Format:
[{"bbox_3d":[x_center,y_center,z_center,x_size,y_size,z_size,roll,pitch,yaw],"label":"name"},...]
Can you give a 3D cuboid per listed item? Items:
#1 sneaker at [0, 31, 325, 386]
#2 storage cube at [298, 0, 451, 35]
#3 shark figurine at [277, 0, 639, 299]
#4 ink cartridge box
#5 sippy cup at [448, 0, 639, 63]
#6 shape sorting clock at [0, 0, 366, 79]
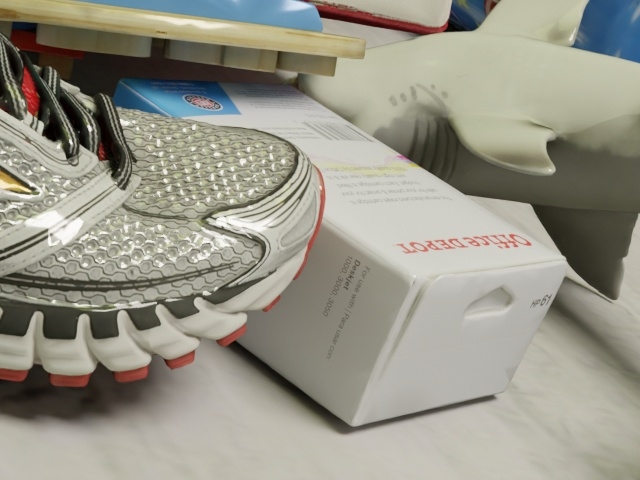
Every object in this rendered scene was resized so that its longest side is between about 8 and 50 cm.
[{"bbox_3d":[-0.096,-0.026,0.388,0.225,0.093,0.088,8,25,-30],"label":"sneaker"},{"bbox_3d":[-0.054,-0.199,0.705,0.215,0.184,0.193,6,9,-42],"label":"storage cube"},{"bbox_3d":[0.114,-0.007,0.604,0.166,0.116,0.278,-35,44,-29],"label":"shark figurine"},{"bbox_3d":[0.000,0.000,0.509,0.122,0.052,0.088,33,21,31],"label":"ink cartridge box"},{"bbox_3d":[0.161,-0.186,0.975,0.305,0.240,0.224,-20,53,-29],"label":"sippy cup"},{"bbox_3d":[-0.087,-0.075,0.568,0.206,0.040,0.206,11,6,-1],"label":"shape sorting clock"}]
